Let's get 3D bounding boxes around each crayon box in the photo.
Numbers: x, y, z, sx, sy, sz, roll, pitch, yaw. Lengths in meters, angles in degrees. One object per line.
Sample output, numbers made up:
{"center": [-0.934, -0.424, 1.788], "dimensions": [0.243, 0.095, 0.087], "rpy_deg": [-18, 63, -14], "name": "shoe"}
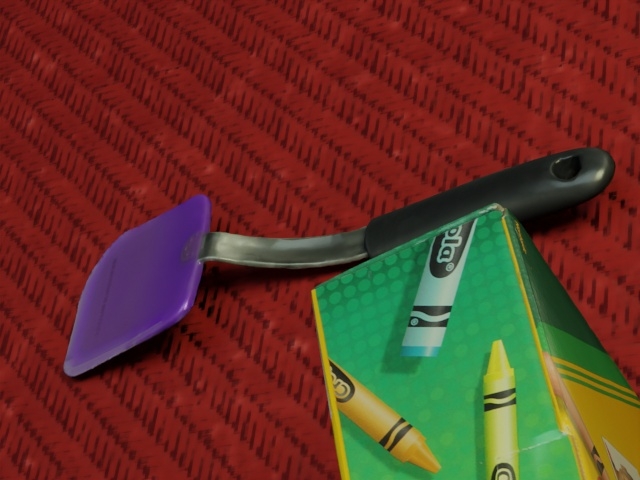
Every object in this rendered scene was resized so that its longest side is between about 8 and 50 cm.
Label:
{"center": [0.084, 0.146, 0.614], "dimensions": [0.081, 0.165, 0.278], "rpy_deg": [-24, 46, 15], "name": "crayon box"}

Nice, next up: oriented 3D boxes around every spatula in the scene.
{"center": [0.000, 0.000, 0.881], "dimensions": [0.296, 0.030, 0.084], "rpy_deg": [-13, 47, 25], "name": "spatula"}
